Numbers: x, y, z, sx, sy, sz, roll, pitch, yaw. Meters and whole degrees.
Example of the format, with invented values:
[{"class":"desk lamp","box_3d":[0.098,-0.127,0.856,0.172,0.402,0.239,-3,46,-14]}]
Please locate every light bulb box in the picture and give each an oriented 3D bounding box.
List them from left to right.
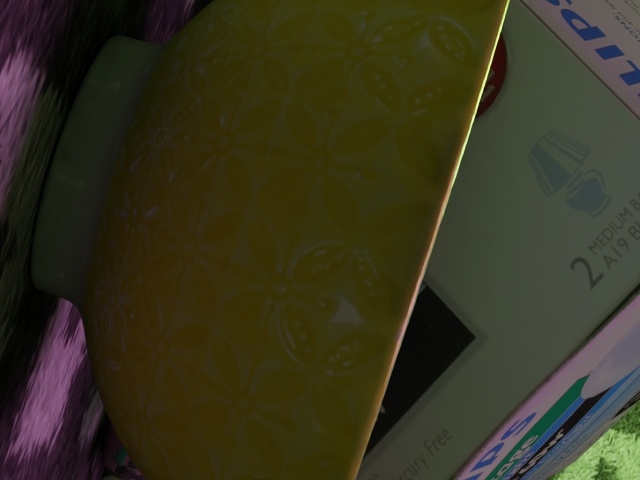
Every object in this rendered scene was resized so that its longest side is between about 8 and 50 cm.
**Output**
[{"class":"light bulb box","box_3d":[0.129,-0.001,1.207,0.358,0.225,0.361,-50,163,27]}]

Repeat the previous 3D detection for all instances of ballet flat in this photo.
[{"class":"ballet flat","box_3d":[-0.122,0.159,1.304,0.079,0.077,0.221,-53,169,-13]}]

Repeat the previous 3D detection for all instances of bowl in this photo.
[{"class":"bowl","box_3d":[-0.032,-0.010,0.802,0.289,0.156,0.289,17,90,-88]}]
